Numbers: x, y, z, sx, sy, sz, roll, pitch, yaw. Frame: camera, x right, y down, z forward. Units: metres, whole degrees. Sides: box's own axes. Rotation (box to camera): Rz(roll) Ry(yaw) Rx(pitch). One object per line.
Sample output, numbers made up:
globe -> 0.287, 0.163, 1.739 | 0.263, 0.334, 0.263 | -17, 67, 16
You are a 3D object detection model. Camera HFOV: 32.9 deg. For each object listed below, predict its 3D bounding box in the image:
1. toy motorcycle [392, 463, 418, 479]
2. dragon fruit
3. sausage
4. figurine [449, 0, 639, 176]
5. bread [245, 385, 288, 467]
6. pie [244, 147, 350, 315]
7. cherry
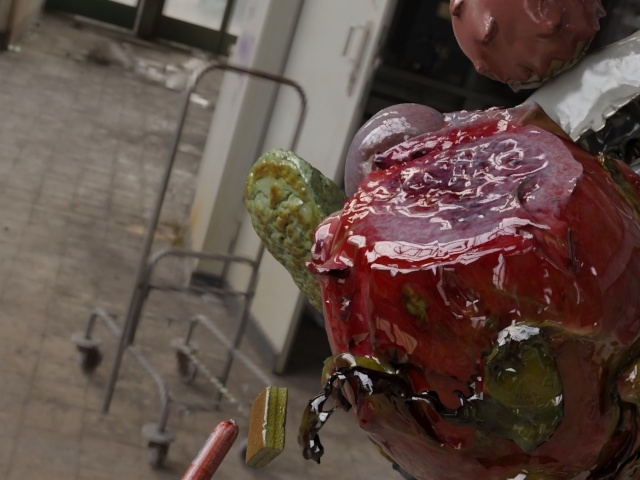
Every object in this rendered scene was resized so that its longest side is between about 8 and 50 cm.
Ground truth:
toy motorcycle -> 0.221, 0.241, 1.438 | 0.416, 0.232, 0.172 | 45, 25, 0
dragon fruit -> 0.129, 0.077, 0.735 | 0.250, 0.291, 0.269 | -13, 33, 10
sausage -> -0.146, 0.286, 1.416 | 0.034, 0.034, 0.129 | 25, 61, 15
figurine -> 0.235, -0.205, 1.131 | 0.387, 0.207, 0.166 | 57, 7, 19
bread -> -0.076, 0.263, 1.526 | 0.035, 0.094, 0.090 | 13, -30, -15
pie -> 0.000, 0.000, 1.281 | 0.090, 0.248, 0.201 | -35, 13, -21
cherry -> 0.140, -0.117, 1.851 | 0.206, 0.239, 0.239 | 4, 16, -7
